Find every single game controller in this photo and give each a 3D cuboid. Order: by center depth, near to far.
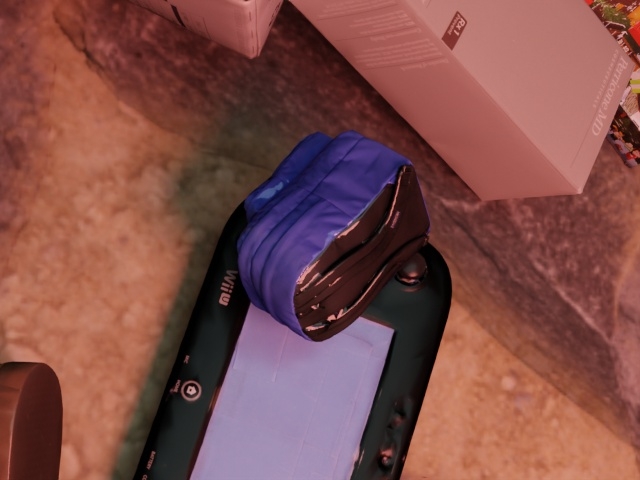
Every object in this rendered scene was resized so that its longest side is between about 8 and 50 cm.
[{"bbox_3d":[-0.024,0.125,1.020,0.166,0.067,0.319,23,71,-15],"label":"game controller"}]

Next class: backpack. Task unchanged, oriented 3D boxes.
[{"bbox_3d":[0.000,0.000,0.991,0.101,0.098,0.120,27,68,34],"label":"backpack"}]

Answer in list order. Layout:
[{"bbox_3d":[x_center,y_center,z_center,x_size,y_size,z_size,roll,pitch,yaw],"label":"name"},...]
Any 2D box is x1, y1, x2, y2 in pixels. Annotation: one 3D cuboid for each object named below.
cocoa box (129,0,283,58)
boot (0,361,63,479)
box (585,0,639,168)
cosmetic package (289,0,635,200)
[{"bbox_3d":[-0.070,-0.326,0.952,0.228,0.231,0.347,25,87,-1],"label":"cocoa box"},{"bbox_3d":[-0.233,0.222,0.922,0.115,0.112,0.305,3,80,11],"label":"boot"},{"bbox_3d":[0.281,-0.187,1.215,0.233,0.044,0.159,-39,94,-23],"label":"box"},{"bbox_3d":[0.104,-0.144,1.065,0.238,0.107,0.127,39,64,-31],"label":"cosmetic package"}]
